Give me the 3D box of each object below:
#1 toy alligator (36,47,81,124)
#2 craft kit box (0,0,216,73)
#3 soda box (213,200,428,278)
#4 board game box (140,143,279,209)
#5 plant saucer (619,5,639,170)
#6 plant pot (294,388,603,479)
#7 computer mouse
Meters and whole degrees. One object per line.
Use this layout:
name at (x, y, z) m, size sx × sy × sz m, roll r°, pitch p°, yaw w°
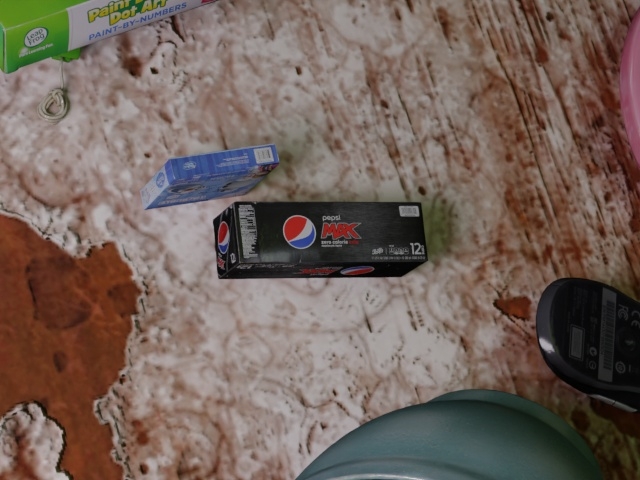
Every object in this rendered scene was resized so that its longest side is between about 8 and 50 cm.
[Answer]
toy alligator at (-0.202, -0.190, 1.347) m, size 0.056 × 0.051 × 0.189 m, roll 11°, pitch 70°, yaw -18°
craft kit box at (-0.200, -0.269, 1.324) m, size 0.247 × 0.061 × 0.250 m, roll -26°, pitch 62°, yaw -24°
soda box at (0.000, 0.000, 1.364) m, size 0.169 × 0.060 × 0.053 m, roll 0°, pitch 75°, yaw -22°
board game box at (-0.090, -0.050, 1.327) m, size 0.090 × 0.090 × 0.020 m, roll -9°, pitch 80°, yaw -23°
plant saucer at (0.418, -0.112, 1.551) m, size 0.332 × 0.084 × 0.332 m, roll 6°, pitch 72°, yaw -20°
plant pot at (0.109, 0.234, 1.235) m, size 0.293 × 0.293 × 0.196 m, roll 42°, pitch 38°, yaw -5°
computer mouse at (0.281, 0.141, 1.436) m, size 0.262 × 0.060 × 0.184 m, roll 13°, pitch 68°, yaw -28°
